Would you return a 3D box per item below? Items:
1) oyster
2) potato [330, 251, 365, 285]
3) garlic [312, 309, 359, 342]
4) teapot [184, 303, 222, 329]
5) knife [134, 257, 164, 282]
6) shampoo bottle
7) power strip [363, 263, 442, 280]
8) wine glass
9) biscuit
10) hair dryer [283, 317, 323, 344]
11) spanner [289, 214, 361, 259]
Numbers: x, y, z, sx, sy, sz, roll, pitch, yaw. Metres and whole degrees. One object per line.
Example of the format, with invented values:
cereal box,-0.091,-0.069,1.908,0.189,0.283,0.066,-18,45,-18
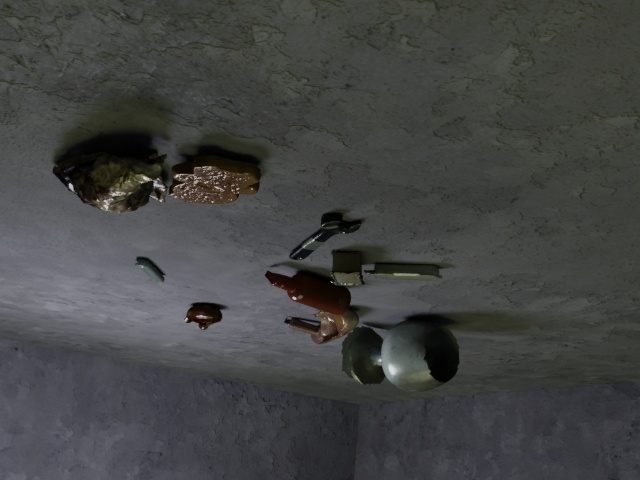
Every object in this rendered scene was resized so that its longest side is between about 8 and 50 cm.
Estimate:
oyster,-0.382,-0.100,1.349,0.276,0.100,0.271,-3,174,10
potato,0.064,0.070,1.760,0.086,0.061,0.122,2,162,9
garlic,0.052,0.260,2.256,0.124,0.099,0.174,-2,165,-27
teapot,-0.380,0.251,2.362,0.129,0.078,0.098,-3,159,24
knife,-0.468,0.083,1.995,0.044,0.023,0.162,2,160,7
shampoo bottle,-0.031,0.131,1.932,0.244,0.085,0.085,22,155,-34
power strip,0.201,0.078,1.786,0.191,0.030,0.047,2,162,10
wine glass,0.258,0.361,2.289,0.238,0.237,0.323,22,154,-38
biscuit,-0.199,-0.111,1.357,0.166,0.036,0.225,9,163,-22
hair dryer,-0.040,0.292,2.435,0.182,0.064,0.117,21,158,-17
spanner,0.000,0.000,1.638,0.087,0.024,0.316,6,161,-19
